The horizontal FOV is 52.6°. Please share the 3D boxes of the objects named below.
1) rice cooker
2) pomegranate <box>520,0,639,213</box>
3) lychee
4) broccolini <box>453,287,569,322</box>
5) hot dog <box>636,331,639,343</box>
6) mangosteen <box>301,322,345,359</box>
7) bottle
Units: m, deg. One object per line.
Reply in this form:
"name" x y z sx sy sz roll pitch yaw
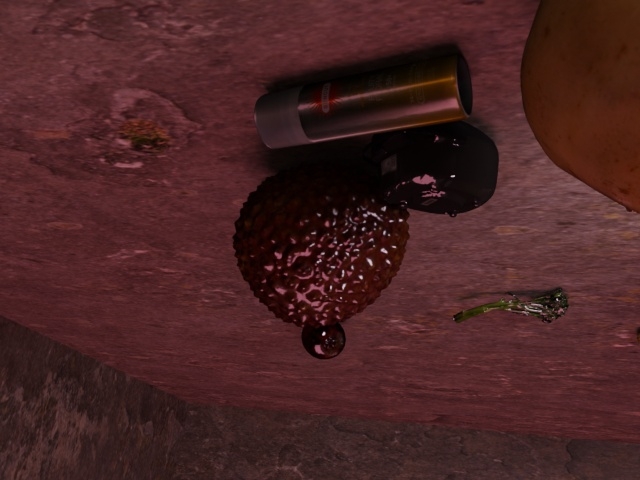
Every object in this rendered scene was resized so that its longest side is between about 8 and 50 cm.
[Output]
"rice cooker" 0.162 -0.106 0.928 0.203 0.118 0.142 10 161 -24
"pomegranate" 0.335 -0.148 0.576 0.319 0.319 0.319 7 156 3
"lychee" 0.000 0.000 1.046 0.304 0.276 0.276 -27 140 33
"broccolini" 0.447 0.168 1.512 0.271 0.062 0.123 -14 133 30
"hot dog" 0.811 0.232 1.530 0.078 0.061 0.169 9 156 -4
"mangosteen" 0.004 0.273 1.841 0.140 0.140 0.140 7 156 3
"bottle" 0.050 -0.178 0.853 0.286 0.082 0.082 -5 153 28
